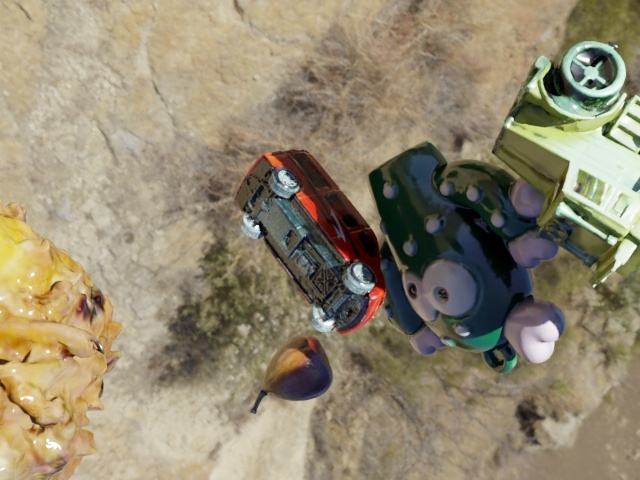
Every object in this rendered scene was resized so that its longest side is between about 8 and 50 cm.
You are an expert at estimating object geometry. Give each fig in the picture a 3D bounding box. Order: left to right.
[{"bbox_3d":[-0.047,0.183,1.059,0.125,0.089,0.089,-27,145,0],"label":"fig"}]

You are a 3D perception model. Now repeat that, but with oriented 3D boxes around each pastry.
[{"bbox_3d":[-0.332,0.117,0.607,0.337,0.292,0.405,6,121,-8],"label":"pastry"}]

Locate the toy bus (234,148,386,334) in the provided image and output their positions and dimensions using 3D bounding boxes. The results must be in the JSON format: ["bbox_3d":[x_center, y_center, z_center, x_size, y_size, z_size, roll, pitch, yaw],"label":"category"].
[{"bbox_3d":[0.000,0.000,0.799,0.089,0.195,0.081,-19,155,-47],"label":"toy bus"}]

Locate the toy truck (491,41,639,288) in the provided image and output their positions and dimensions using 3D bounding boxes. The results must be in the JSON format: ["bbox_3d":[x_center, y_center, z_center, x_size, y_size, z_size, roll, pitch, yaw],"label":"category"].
[{"bbox_3d":[0.235,-0.019,0.568,0.135,0.259,0.128,-47,168,-14],"label":"toy truck"}]

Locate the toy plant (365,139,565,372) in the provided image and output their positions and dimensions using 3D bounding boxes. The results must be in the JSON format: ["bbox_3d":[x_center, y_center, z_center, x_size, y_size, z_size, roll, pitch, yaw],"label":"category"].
[{"bbox_3d":[0.134,0.022,0.781,0.112,0.232,0.244,-27,115,-34],"label":"toy plant"}]
